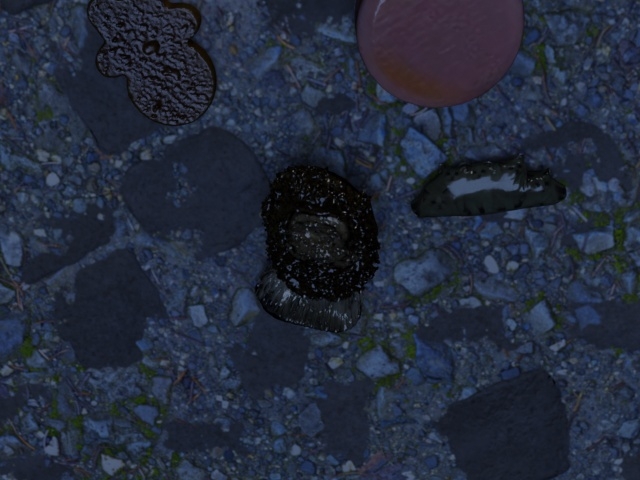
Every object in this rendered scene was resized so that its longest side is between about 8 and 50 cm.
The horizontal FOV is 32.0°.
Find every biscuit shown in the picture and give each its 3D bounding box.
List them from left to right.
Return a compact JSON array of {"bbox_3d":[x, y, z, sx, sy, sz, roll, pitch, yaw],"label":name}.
[{"bbox_3d":[-0.250,-0.282,1.682,0.179,0.039,0.236,-24,109,10],"label":"biscuit"}]

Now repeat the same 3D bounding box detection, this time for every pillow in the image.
[{"bbox_3d":[0.257,-0.085,1.723,0.241,0.051,0.093,-6,112,9],"label":"pillow"}]

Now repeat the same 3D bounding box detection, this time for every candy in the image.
[{"bbox_3d":[0.165,-0.320,1.597,0.255,0.094,0.255,0,118,0],"label":"candy"}]

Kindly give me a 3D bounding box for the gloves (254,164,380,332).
[{"bbox_3d":[-0.006,0.002,1.727,0.210,0.135,0.312,30,134,13],"label":"gloves"}]
